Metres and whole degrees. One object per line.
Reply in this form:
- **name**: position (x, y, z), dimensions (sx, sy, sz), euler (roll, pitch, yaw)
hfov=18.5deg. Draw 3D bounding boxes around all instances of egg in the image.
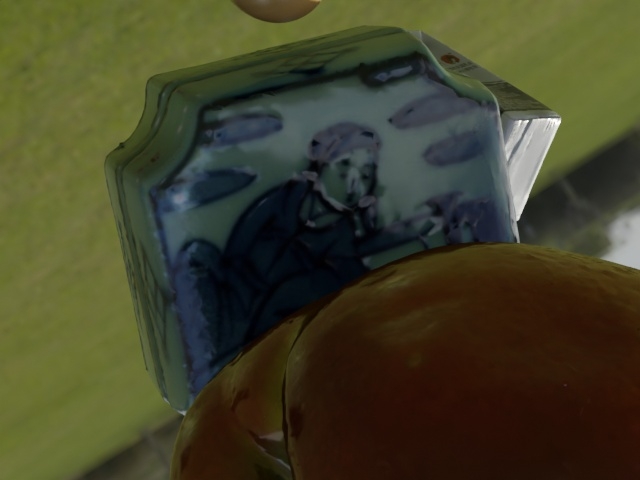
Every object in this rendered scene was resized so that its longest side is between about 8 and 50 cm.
- **egg**: position (-0.031, -0.187, 1.347), dimensions (0.080, 0.080, 0.096), euler (-32, 152, -5)

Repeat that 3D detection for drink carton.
- **drink carton**: position (0.134, -0.127, 2.159), dimensions (0.102, 0.222, 0.134), euler (-8, 126, -48)

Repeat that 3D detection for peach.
- **peach**: position (0.114, 0.174, 1.009), dimensions (0.310, 0.406, 0.335), euler (-73, -174, -85)

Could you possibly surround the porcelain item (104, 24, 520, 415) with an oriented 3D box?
- **porcelain item**: position (0.000, 0.000, 1.436), dimensions (0.281, 0.286, 0.157), euler (-13, -165, -16)
